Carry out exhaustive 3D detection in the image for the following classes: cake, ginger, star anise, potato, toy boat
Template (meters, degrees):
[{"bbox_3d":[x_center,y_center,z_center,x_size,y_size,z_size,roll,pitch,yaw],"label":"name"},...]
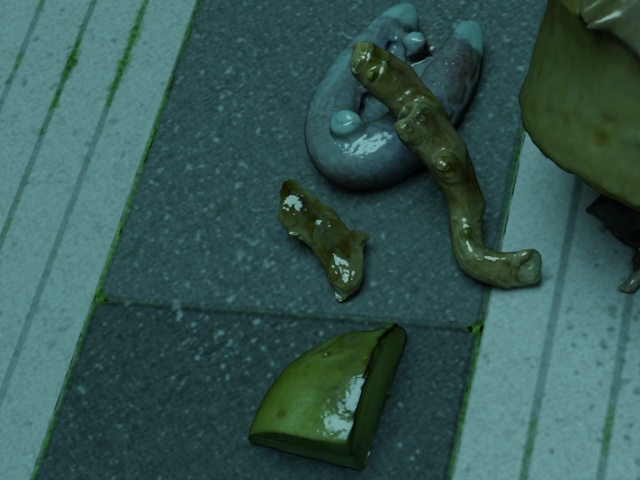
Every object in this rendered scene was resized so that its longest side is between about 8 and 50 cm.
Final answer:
[{"bbox_3d":[0.355,-0.201,1.425,0.332,0.321,0.332,12,30,-7],"label":"cake"},{"bbox_3d":[0.115,-0.073,1.589,0.075,0.089,0.288,-34,76,17],"label":"ginger"},{"bbox_3d":[0.288,-0.021,1.462,0.148,0.227,0.218,12,72,17],"label":"star anise"},{"bbox_3d":[0.004,-0.004,1.641,0.057,0.044,0.137,-17,54,-32],"label":"ginger"},{"bbox_3d":[-0.001,0.123,1.531,0.120,0.081,0.149,9,61,21],"label":"potato"},{"bbox_3d":[0.067,-0.154,1.695,0.155,0.085,0.227,22,66,28],"label":"toy boat"}]
